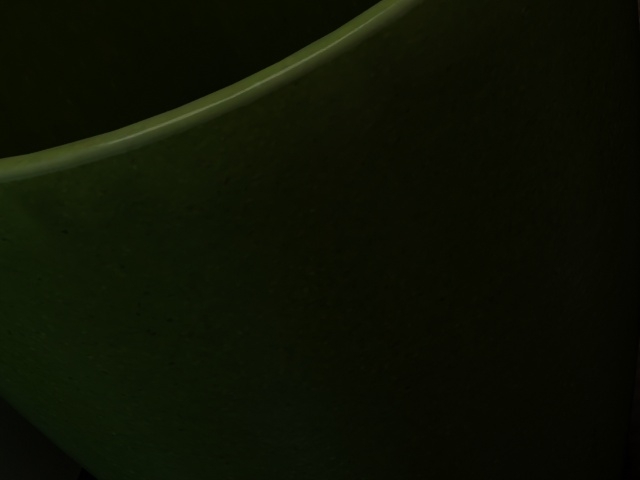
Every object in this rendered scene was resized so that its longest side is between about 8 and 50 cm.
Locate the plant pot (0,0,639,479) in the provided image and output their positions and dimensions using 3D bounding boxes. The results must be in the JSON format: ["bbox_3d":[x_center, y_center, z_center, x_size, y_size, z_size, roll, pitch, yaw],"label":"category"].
[{"bbox_3d":[0.000,0.000,0.625,0.275,0.293,0.274,-16,36,12],"label":"plant pot"}]

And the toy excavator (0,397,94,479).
[{"bbox_3d":[-0.148,-0.089,0.788,0.222,0.433,0.445,4,70,38],"label":"toy excavator"}]
